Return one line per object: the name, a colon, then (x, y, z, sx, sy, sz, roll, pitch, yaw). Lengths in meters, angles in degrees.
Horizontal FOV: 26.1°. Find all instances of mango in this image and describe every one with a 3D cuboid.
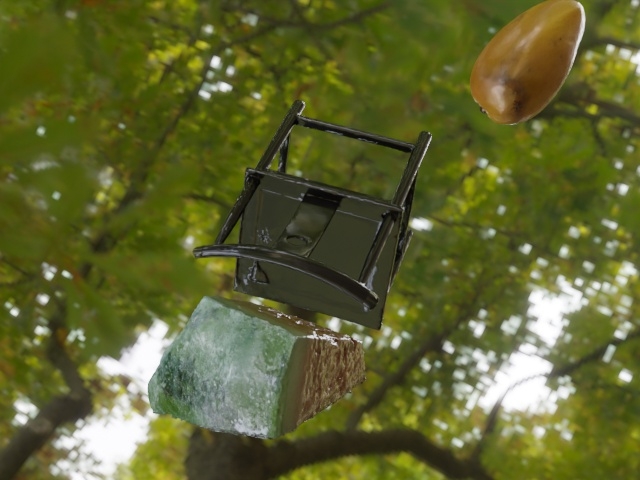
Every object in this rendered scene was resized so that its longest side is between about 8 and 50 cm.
mango: (0.287, -0.249, 1.873, 0.112, 0.145, 0.219, 46, -117, -9)

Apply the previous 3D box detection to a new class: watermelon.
watermelon: (-0.047, 0.130, 1.494, 0.257, 0.193, 0.139, 1, -79, -56)

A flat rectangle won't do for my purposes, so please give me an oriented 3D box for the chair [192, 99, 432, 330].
chair: (0.000, 0.000, 1.223, 0.260, 0.155, 0.141, -63, -16, -53)
